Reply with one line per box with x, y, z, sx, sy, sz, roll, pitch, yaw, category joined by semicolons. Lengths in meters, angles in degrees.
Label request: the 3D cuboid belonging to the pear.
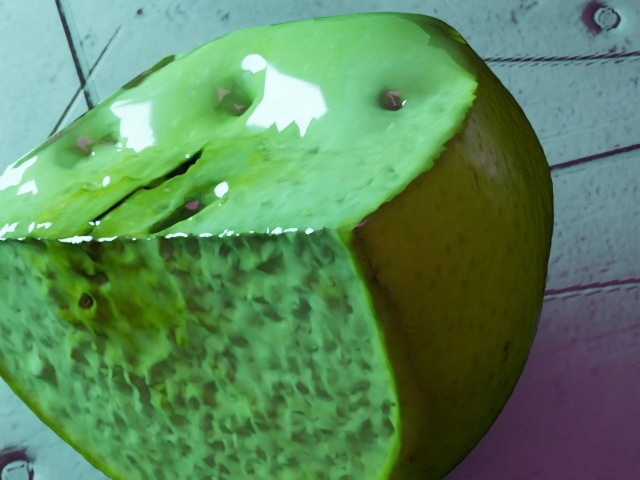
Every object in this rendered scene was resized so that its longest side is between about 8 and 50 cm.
0.000;0.000;0.895;0.342;0.238;0.318;0;33;40;pear
